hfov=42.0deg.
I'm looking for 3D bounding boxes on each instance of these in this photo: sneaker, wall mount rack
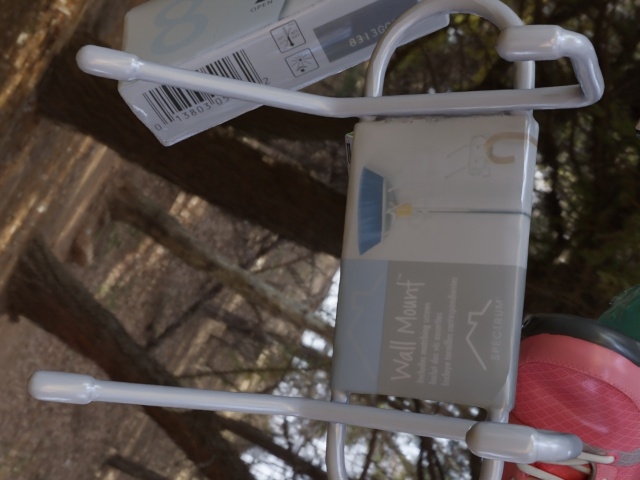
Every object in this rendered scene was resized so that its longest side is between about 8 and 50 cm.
[{"bbox_3d":[0.176,0.183,0.596,0.136,0.116,0.313,-56,150,-36],"label":"sneaker"},{"bbox_3d":[0.000,0.000,0.488,0.130,0.304,0.349,24,70,-62],"label":"wall mount rack"}]

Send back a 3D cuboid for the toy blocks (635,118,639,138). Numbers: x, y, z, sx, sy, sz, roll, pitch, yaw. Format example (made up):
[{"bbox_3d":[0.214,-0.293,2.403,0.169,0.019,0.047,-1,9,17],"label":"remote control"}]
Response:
[{"bbox_3d":[0.621,-0.241,1.050,0.260,0.289,0.309,-58,172,-21],"label":"toy blocks"}]

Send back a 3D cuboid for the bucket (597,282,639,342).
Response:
[{"bbox_3d":[0.500,0.144,1.024,0.183,0.281,0.281,-48,-164,55],"label":"bucket"}]

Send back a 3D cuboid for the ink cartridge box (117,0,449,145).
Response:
[{"bbox_3d":[-0.056,-0.302,0.893,0.308,0.091,0.385,-22,-133,13],"label":"ink cartridge box"}]

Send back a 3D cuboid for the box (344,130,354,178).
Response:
[{"bbox_3d":[0.085,-0.017,0.952,0.036,0.206,0.114,-25,-147,-32],"label":"box"}]
